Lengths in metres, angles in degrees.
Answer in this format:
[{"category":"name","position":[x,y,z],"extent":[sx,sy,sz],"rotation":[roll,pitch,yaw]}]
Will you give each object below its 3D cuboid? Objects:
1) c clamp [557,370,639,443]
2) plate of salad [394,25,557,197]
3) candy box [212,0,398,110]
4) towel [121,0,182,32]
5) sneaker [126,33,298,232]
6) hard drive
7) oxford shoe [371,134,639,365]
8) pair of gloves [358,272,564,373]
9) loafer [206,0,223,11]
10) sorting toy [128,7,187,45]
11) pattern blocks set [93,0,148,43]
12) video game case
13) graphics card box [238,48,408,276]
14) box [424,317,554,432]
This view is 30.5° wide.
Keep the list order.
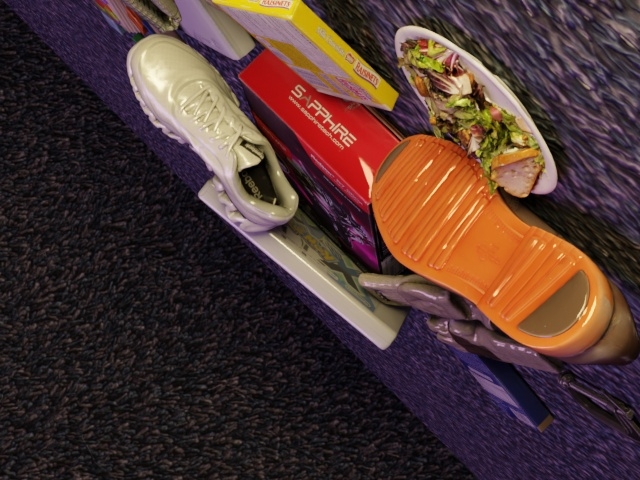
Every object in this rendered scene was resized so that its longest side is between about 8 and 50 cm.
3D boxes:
[{"category":"c clamp","position":[0.359,0.207,1.509],"extent":[0.137,0.022,0.161],"rotation":[44,171,-22]},{"category":"plate of salad","position":[0.131,-0.109,1.052],"extent":[0.200,0.048,0.200],"rotation":[45,172,8]},{"category":"candy box","position":[-0.011,-0.193,1.181],"extent":[0.105,0.027,0.206],"rotation":[18,171,36]},{"category":"towel","position":[-0.286,-0.391,1.282],"extent":[0.312,0.056,0.324],"rotation":[54,-173,10]},{"category":"sneaker","position":[-0.124,-0.135,1.450],"extent":[0.292,0.110,0.118],"rotation":[51,169,-15]},{"category":"hard drive","position":[-0.218,-0.381,1.523],"extent":[0.203,0.040,0.307],"rotation":[36,166,51]},{"category":"oxford shoe","position":[0.174,0.015,1.176],"extent":[0.133,0.130,0.363],"rotation":[31,-167,-42]},{"category":"pair of gloves","position":[0.190,0.102,1.551],"extent":[0.240,0.042,0.204],"rotation":[35,163,-33]},{"category":"loafer","position":[-0.163,-0.337,1.243],"extent":[0.268,0.102,0.092],"rotation":[48,166,-14]},{"category":"sorting toy","position":[-0.284,-0.372,1.669],"extent":[0.229,0.041,0.307],"rotation":[54,-179,31]},{"category":"pattern blocks set","position":[-0.401,-0.455,2.108],"extent":[0.285,0.026,0.325],"rotation":[39,169,42]},{"category":"video game case","position":[0.000,0.000,1.698],"extent":[0.329,0.036,0.300],"rotation":[39,-162,2]},{"category":"graphics card box","position":[0.026,-0.088,1.508],"extent":[0.233,0.094,0.371],"rotation":[45,172,16]},{"category":"box","position":[0.266,0.202,1.863],"extent":[0.225,0.036,0.136],"rotation":[48,171,-19]}]
